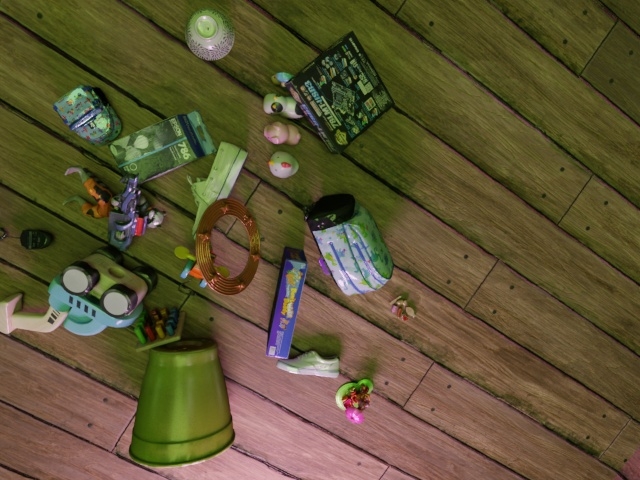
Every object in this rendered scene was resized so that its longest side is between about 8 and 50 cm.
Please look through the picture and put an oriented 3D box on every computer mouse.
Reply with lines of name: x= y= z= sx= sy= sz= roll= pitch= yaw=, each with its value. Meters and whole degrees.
computer mouse: x=-1.077 y=-0.008 z=1.469 sx=0.241 sy=0.041 sz=0.071 roll=5 pitch=91 yaw=0

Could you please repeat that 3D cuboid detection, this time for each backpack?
backpack: x=-0.773 y=-0.411 z=1.384 sx=0.158 sy=0.117 sz=0.173 roll=-29 pitch=105 yaw=1
backpack: x=0.113 y=0.025 z=1.477 sx=0.273 sy=0.290 sz=0.356 roll=-6 pitch=108 yaw=14

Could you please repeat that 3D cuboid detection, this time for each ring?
ring: x=-0.301 y=0.021 z=1.419 sx=0.032 sy=0.336 sz=0.337 roll=-2 pitch=103 yaw=28

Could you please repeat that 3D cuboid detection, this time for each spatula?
spatula: x=0.000 y=0.000 z=1.584 sx=0.084 sy=0.030 sz=0.297 roll=-26 pitch=102 yaw=0

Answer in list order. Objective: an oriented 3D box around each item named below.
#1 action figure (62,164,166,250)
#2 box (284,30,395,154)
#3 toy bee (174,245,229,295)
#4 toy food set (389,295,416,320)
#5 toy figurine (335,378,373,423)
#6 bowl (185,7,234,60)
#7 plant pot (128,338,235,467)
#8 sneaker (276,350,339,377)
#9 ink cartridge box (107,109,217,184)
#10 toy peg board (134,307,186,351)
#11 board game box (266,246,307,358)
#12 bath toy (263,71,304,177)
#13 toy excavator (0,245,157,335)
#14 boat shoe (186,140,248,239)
action figure: x=-0.687 y=-0.149 z=1.410 sx=0.330 sy=0.179 sz=0.341 roll=28 pitch=125 yaw=-16
box: x=0.075 y=-0.503 z=1.420 sx=0.293 sy=0.073 sz=0.296 roll=-44 pitch=114 yaw=-11
toy bee: x=-0.438 y=0.078 z=1.479 sx=0.195 sy=0.298 sz=0.162 roll=41 pitch=53 yaw=-34
toy food set: x=0.330 y=0.281 z=1.679 sx=0.077 sy=0.019 sz=0.122 roll=-34 pitch=110 yaw=1
toy figurine: x=0.154 y=0.659 z=1.657 sx=0.173 sy=0.159 sz=0.130 roll=-35 pitch=102 yaw=1
bowl: x=-0.379 y=-0.707 z=1.388 sx=0.170 sy=0.080 sz=0.170 roll=-1 pitch=100 yaw=-7
plant pot: x=-0.496 y=0.553 z=1.498 sx=0.366 sy=0.366 sz=0.353 roll=0 pitch=88 yaw=-6
sneaker: x=-0.047 y=0.485 z=1.649 sx=0.257 sy=0.094 sz=0.091 roll=10 pitch=81 yaw=-12
ink cartridge box: x=-0.552 y=-0.326 z=1.450 sx=0.332 sy=0.065 sz=0.166 roll=-25 pitch=101 yaw=-2
toy peg board: x=-0.592 y=0.305 z=1.503 sx=0.160 sy=0.161 sz=0.079 roll=-16 pitch=117 yaw=-3
board game box: x=-0.126 y=0.216 z=1.507 sx=0.078 sy=0.233 sz=0.348 roll=11 pitch=99 yaw=-8
bath toy: x=-0.130 y=-0.395 z=1.448 sx=0.151 sy=0.129 sz=0.349 roll=4 pitch=101 yaw=-7
toy excavator: x=-0.881 y=0.229 z=1.457 sx=0.432 sy=0.222 sz=0.445 roll=34 pitch=104 yaw=-10
boat shoe: x=-0.400 y=-0.183 z=1.455 sx=0.156 sy=0.136 sz=0.367 roll=26 pitch=94 yaw=-10
